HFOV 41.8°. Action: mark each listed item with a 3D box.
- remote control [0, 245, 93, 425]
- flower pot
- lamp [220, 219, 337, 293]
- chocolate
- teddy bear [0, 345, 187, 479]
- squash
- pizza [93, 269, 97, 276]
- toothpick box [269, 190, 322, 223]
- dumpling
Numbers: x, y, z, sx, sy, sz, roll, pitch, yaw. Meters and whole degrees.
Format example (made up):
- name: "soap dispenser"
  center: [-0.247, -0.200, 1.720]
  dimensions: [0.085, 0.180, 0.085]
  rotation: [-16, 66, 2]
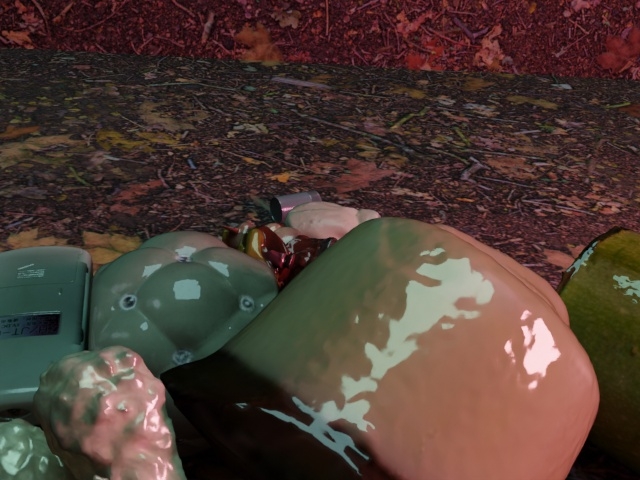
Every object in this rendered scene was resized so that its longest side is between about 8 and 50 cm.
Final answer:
- name: "remote control"
  center: [-0.333, 0.098, 0.949]
  dimensions: [0.140, 0.056, 0.296]
  rotation: [-3, 31, -11]
- name: "flower pot"
  center: [-0.153, 0.112, 0.914]
  dimensions: [0.195, 0.246, 0.246]
  rotation: [2, 25, -15]
- name: "lamp"
  center: [-0.084, 0.027, 1.256]
  dimensions: [0.253, 0.118, 0.118]
  rotation: [11, 25, 29]
- name: "chocolate"
  center: [0.079, 0.123, 0.730]
  dimensions: [0.314, 0.297, 0.326]
  rotation: [34, -6, 20]
- name: "teddy bear"
  center: [-0.211, 0.280, 0.482]
  dimensions: [0.362, 0.327, 0.375]
  rotation: [-7, 63, -60]
- name: "squash"
  center: [0.447, 0.169, 0.897]
  dimensions: [0.263, 0.263, 0.384]
  rotation: [-17, 33, -40]
- name: "pizza"
  center: [-0.375, 0.101, 1.087]
  dimensions: [0.287, 0.075, 0.280]
  rotation: [6, 25, 9]
- name: "toothpick box"
  center: [-0.044, -0.060, 1.517]
  dimensions: [0.083, 0.052, 0.052]
  rotation: [-11, 30, -28]
- name: "dumpling"
  center: [0.000, 0.000, 1.339]
  dimensions: [0.199, 0.118, 0.136]
  rotation: [-14, 32, 26]
